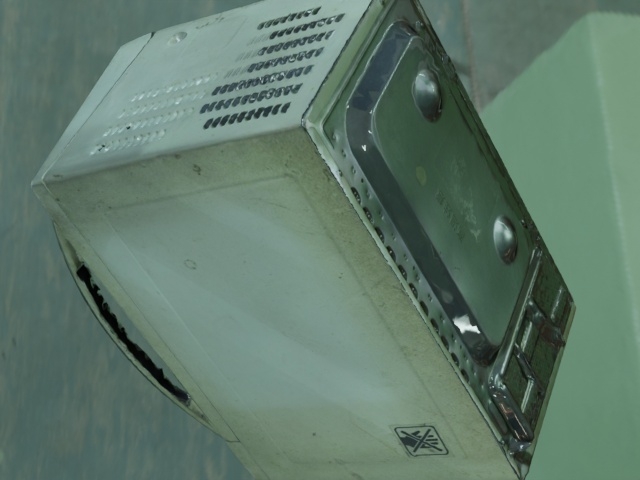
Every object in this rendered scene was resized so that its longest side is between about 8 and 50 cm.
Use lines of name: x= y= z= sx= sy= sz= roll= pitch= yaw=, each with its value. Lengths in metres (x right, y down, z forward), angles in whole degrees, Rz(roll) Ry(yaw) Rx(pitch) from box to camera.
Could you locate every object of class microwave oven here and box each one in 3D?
microwave oven: x=0.000 y=0.000 z=1.043 sx=0.394 sy=0.333 sz=0.247 roll=58 pitch=39 yaw=-31
